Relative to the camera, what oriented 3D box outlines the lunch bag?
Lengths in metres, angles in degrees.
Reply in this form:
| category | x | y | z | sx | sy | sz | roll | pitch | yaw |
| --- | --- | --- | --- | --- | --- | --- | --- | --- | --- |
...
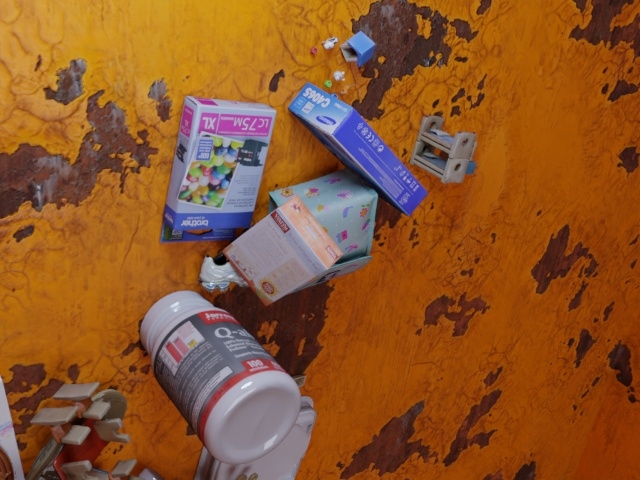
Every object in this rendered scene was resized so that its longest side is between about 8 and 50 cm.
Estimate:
| category | x | y | z | sx | sy | sz | roll | pitch | yaw |
| --- | --- | --- | --- | --- | --- | --- | --- | --- | --- |
| lunch bag | 0.000 | 0.000 | 1.750 | 0.223 | 0.160 | 0.262 | -19 | 132 | -28 |

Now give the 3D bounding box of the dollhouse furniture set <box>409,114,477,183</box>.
| category | x | y | z | sx | sy | sz | roll | pitch | yaw |
| --- | --- | --- | --- | --- | --- | --- | --- | --- | --- |
| dollhouse furniture set | 0.341 | -0.225 | 1.910 | 0.184 | 0.129 | 0.129 | -4 | 119 | -37 |

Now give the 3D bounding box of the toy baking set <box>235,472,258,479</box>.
| category | x | y | z | sx | sy | sz | roll | pitch | yaw |
| --- | --- | --- | --- | --- | --- | --- | --- | --- | --- |
| toy baking set | -0.229 | 0.689 | 1.976 | 0.197 | 0.030 | 0.256 | -31 | 142 | -31 |

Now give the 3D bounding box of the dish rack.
| category | x | y | z | sx | sy | sz | roll | pitch | yaw |
| --- | --- | --- | --- | --- | --- | --- | --- | --- | --- |
| dish rack | -0.157 | 0.557 | 2.044 | 0.333 | 0.072 | 0.285 | -1 | 116 | -41 |

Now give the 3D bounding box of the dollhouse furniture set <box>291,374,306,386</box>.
| category | x | y | z | sx | sy | sz | roll | pitch | yaw |
| --- | --- | --- | --- | --- | --- | --- | --- | --- | --- |
| dollhouse furniture set | -0.069 | 0.365 | 1.982 | 0.114 | 0.081 | 0.091 | -9 | 122 | -36 |

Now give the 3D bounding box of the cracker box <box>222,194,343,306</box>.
| category | x | y | z | sx | sy | sz | roll | pitch | yaw |
| --- | --- | --- | --- | --- | --- | --- | --- | --- | --- |
| cracker box | -0.082 | 0.025 | 1.604 | 0.156 | 0.232 | 0.067 | 52 | 47 | -5 |

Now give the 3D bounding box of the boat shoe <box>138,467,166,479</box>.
| category | x | y | z | sx | sy | sz | roll | pitch | yaw |
| --- | --- | --- | --- | --- | --- | --- | --- | --- | --- |
| boat shoe | -0.378 | 0.675 | 1.894 | 0.119 | 0.121 | 0.335 | -40 | 137 | -19 |

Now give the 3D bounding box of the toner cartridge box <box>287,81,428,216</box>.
| category | x | y | z | sx | sy | sz | roll | pitch | yaw |
| --- | --- | --- | --- | --- | --- | --- | --- | --- | --- |
| toner cartridge box | 0.088 | -0.192 | 1.694 | 0.075 | 0.165 | 0.348 | -51 | 136 | -1 |

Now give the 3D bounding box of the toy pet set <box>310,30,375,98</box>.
| category | x | y | z | sx | sy | sz | roll | pitch | yaw |
| --- | --- | --- | --- | --- | --- | --- | --- | --- | --- |
| toy pet set | 0.058 | -0.368 | 1.606 | 0.114 | 0.065 | 0.122 | -41 | 121 | -24 |

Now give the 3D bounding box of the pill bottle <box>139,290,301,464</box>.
| category | x | y | z | sx | sy | sz | roll | pitch | yaw |
| --- | --- | --- | --- | --- | --- | --- | --- | --- | --- |
| pill bottle | -0.217 | 0.264 | 1.586 | 0.210 | 0.363 | 0.210 | -21 | 129 | -28 |

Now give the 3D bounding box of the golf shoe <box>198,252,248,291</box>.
| category | x | y | z | sx | sy | sz | roll | pitch | yaw |
| --- | --- | --- | --- | --- | --- | --- | --- | --- | --- |
| golf shoe | -0.181 | 0.057 | 1.704 | 0.176 | 0.069 | 0.086 | -10 | 117 | -37 |

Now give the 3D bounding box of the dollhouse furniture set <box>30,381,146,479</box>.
| category | x | y | z | sx | sy | sz | roll | pitch | yaw |
| --- | --- | --- | --- | --- | --- | --- | --- | --- | --- |
| dollhouse furniture set | -0.491 | 0.447 | 1.512 | 0.259 | 0.135 | 0.262 | -59 | 137 | -56 |

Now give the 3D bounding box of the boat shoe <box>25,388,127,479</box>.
| category | x | y | z | sx | sy | sz | roll | pitch | yaw |
| --- | --- | --- | --- | --- | --- | --- | --- | --- | --- |
| boat shoe | -0.526 | 0.423 | 1.645 | 0.285 | 0.089 | 0.104 | -49 | 121 | -8 |

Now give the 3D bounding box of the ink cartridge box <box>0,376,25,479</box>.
| category | x | y | z | sx | sy | sz | roll | pitch | yaw |
| --- | --- | --- | --- | --- | --- | --- | --- | --- | --- |
| ink cartridge box | -0.680 | 0.333 | 1.419 | 0.207 | 0.119 | 0.353 | -18 | 127 | -29 |

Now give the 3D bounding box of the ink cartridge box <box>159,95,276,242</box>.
| category | x | y | z | sx | sy | sz | roll | pitch | yaw |
| --- | --- | --- | --- | --- | --- | --- | --- | --- | --- |
| ink cartridge box | -0.208 | -0.127 | 1.565 | 0.186 | 0.065 | 0.311 | -3 | 120 | -38 |

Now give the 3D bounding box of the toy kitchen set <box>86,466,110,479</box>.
| category | x | y | z | sx | sy | sz | roll | pitch | yaw |
| --- | --- | --- | --- | --- | --- | --- | --- | --- | --- |
| toy kitchen set | -0.514 | 0.610 | 1.772 | 0.166 | 0.122 | 0.207 | 24 | 104 | -19 |

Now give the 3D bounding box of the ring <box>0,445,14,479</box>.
| category | x | y | z | sx | sy | sz | roll | pitch | yaw |
| --- | --- | --- | --- | --- | --- | --- | --- | --- | --- |
| ring | -0.714 | 0.473 | 1.379 | 0.336 | 0.032 | 0.336 | -19 | 128 | -26 |
